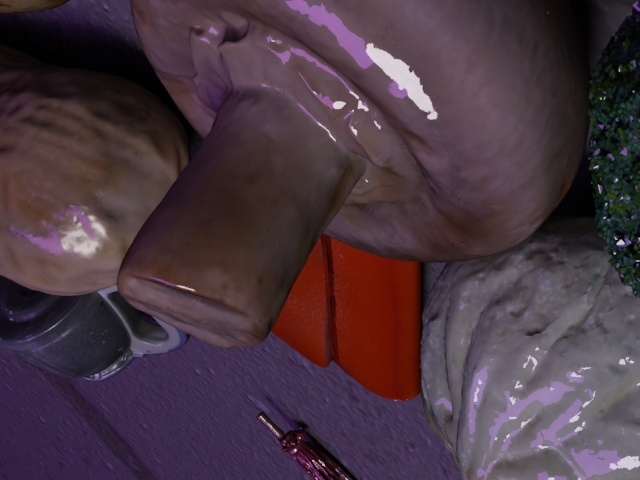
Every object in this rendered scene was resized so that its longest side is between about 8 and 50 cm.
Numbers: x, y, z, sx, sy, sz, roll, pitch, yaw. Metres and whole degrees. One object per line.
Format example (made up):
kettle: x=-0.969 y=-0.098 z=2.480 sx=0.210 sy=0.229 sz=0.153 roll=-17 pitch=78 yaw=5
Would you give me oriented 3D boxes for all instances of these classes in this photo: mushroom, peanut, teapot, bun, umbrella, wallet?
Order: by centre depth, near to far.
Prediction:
mushroom: x=-0.003 y=-0.049 z=0.590 sx=0.207 sy=0.215 sz=0.207 roll=27 pitch=155 yaw=14
bun: x=0.131 y=0.089 z=0.666 sx=0.212 sy=0.126 sz=0.204 roll=39 pitch=157 yaw=-10
wallet: x=0.000 y=0.000 z=0.844 sx=0.142 sy=0.045 sz=0.204 roll=32 pitch=150 yaw=26
peanut: x=-0.196 y=-0.050 z=0.953 sx=0.313 sy=0.152 sz=0.152 roll=17 pitch=141 yaw=44
umbrella: x=0.014 y=0.187 z=1.106 sx=0.165 sy=0.025 sz=0.027 roll=46 pitch=134 yaw=-5
teapot: x=-0.174 y=0.050 z=1.133 sx=0.108 sy=0.149 sz=0.111 roll=50 pitch=-164 yaw=-40

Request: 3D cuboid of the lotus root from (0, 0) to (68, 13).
lotus root: x=-0.166 y=-0.204 z=0.725 sx=0.138 sy=0.138 sz=0.214 roll=36 pitch=141 yaw=19

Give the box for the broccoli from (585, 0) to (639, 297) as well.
broccoli: x=0.164 y=-0.044 z=0.451 sx=0.195 sy=0.156 sz=0.196 roll=175 pitch=90 yaw=-78
